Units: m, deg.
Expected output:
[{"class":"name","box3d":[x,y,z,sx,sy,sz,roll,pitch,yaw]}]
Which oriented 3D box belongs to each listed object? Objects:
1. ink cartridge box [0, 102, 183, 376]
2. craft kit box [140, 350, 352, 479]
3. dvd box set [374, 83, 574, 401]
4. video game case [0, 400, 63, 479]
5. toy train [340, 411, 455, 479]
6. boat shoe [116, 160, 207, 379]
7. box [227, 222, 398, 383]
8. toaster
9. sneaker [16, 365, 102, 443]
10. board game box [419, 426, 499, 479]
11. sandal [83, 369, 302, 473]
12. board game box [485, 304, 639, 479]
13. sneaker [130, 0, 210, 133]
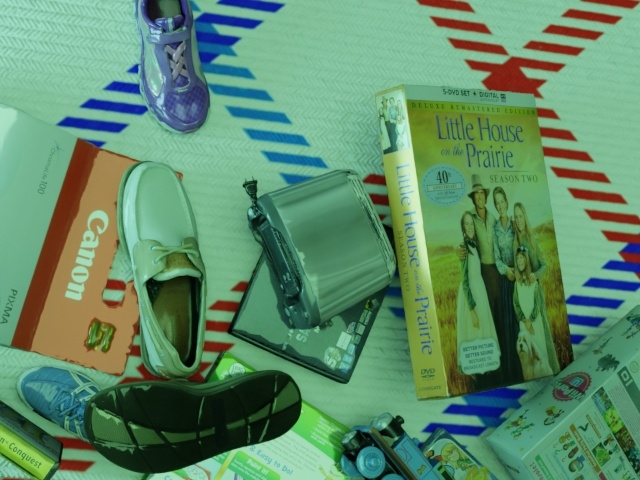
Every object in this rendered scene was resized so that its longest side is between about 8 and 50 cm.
[{"class":"ink cartridge box","box3d":[-0.406,-0.012,1.651,0.385,0.091,0.308,17,81,-9]},{"class":"craft kit box","box3d":[-0.096,0.320,1.702,0.250,0.061,0.246,34,81,-7]},{"class":"dvd box set","box3d":[0.223,-0.003,1.726,0.308,0.062,0.420,-2,83,-46]},{"class":"video game case","box3d":[-0.429,0.205,1.527,0.248,0.275,0.035,36,81,-6]},{"class":"toy train","box3d":[0.108,0.319,1.690,0.105,0.080,0.184,-42,98,-24]},{"class":"boat shoe","box3d":[-0.201,0.037,1.670,0.113,0.103,0.302,-10,91,-25]},{"class":"box","box3d":[-0.003,0.062,1.745,0.183,0.059,0.232,25,79,-7]},{"class":"toaster","box3d":[0.000,0.000,1.660,0.146,0.129,0.227,-22,85,-18]},{"class":"sneaker","box3d":[-0.306,0.228,1.650,0.211,0.081,0.080,27,79,-9]},{"class":"board game box","box3d":[0.155,0.386,1.758,0.136,0.035,0.201,43,77,-5]},{"class":"sandal","box3d":[-0.169,0.233,1.627,0.303,0.086,0.120,-2,96,-31]},{"class":"board game box","box3d":[0.416,0.274,1.758,0.303,0.097,0.224,-39,115,-14]},{"class":"sneaker","box3d":[-0.208,-0.267,1.713,0.095,0.104,0.236,-12,88,-15]}]
